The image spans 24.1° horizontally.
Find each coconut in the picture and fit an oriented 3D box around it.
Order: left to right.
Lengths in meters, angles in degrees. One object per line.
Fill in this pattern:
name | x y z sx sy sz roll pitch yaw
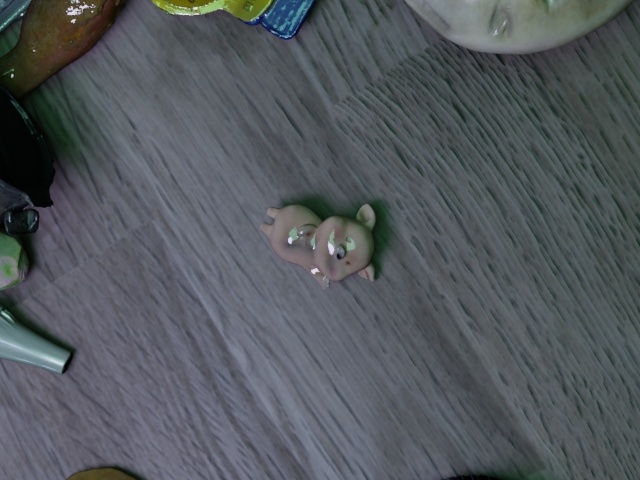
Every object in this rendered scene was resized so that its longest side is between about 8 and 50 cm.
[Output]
coconut | -0.396 0.022 1.828 0.081 0.083 0.082 -31 110 16

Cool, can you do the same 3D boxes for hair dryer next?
hair dryer | -0.396 0.176 1.844 0.167 0.067 0.199 10 101 2

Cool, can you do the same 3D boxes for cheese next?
cheese | -0.123 -0.327 1.801 0.250 0.064 0.156 33 94 10

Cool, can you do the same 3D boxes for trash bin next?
trash bin | -0.488 -0.062 1.749 0.301 0.203 0.252 -31 89 18

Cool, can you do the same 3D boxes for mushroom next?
mushroom | 0.210 -0.400 1.657 0.353 0.353 0.325 -24 55 7

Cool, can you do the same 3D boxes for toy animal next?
toy animal | 0.001 -0.003 1.779 0.150 0.089 0.083 18 132 4

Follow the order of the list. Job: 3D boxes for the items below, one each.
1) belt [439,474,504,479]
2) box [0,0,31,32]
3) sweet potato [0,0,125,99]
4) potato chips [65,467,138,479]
belt | 0.171 0.440 1.728 0.260 0.122 0.324 -14 90 0
box | -0.426 -0.355 1.765 0.163 0.243 0.135 -42 73 6
sweet potato | -0.322 -0.260 1.812 0.109 0.109 0.385 45 110 6
potato chips | -0.250 0.376 1.819 0.150 0.049 0.201 -11 94 12
